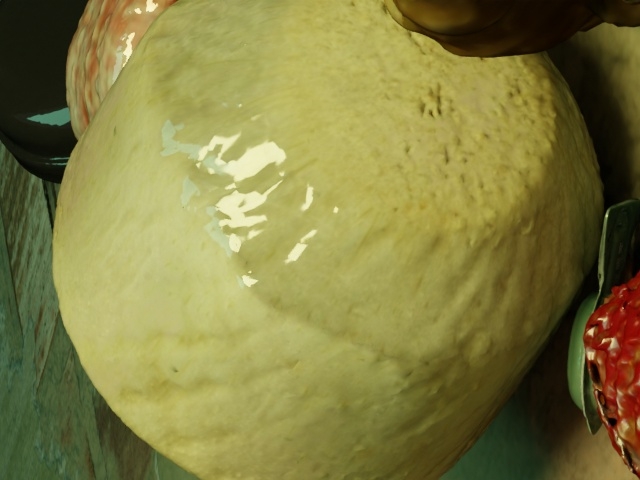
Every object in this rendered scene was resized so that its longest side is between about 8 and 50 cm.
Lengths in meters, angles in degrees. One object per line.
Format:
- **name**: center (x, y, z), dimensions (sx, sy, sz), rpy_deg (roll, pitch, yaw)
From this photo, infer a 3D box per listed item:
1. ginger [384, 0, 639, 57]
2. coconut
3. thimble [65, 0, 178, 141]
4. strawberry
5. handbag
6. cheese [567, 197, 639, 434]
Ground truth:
- **ginger**: center (0.166, -0.142, 0.619), dimensions (0.357, 0.274, 0.152), rpy_deg (161, 104, -68)
- **coconut**: center (0.000, 0.000, 1.050), dimensions (0.329, 0.329, 0.328), rpy_deg (-179, 90, -69)
- **thimble**: center (-0.045, -0.104, 1.246), dimensions (0.162, 0.239, 0.239), rpy_deg (-156, 69, -68)
- **strawberry**: center (0.172, 0.058, 0.859), dimensions (0.140, 0.085, 0.192), rpy_deg (115, 151, -51)
- **handbag**: center (-0.124, -0.173, 1.420), dimensions (0.308, 0.093, 0.254), rpy_deg (-45, 41, -1)
- **cheese**: center (0.146, 0.040, 0.973), dimensions (0.067, 0.026, 0.120), rpy_deg (-17, -66, -66)
